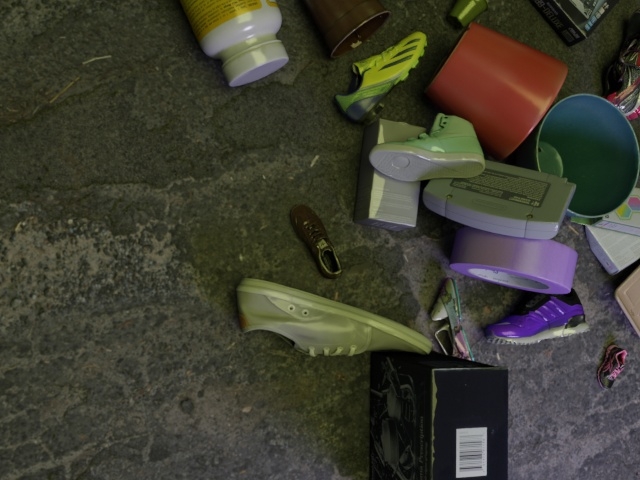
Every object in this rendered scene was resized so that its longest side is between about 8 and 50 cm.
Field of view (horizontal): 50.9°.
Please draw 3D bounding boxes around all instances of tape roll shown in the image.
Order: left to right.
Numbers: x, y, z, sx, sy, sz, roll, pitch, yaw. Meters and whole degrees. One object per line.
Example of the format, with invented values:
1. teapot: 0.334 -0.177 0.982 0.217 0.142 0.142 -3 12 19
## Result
1. tape roll: 0.441 0.047 1.548 0.274 0.275 0.090 17 83 -16

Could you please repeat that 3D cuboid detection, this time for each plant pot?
1. plant pot: 0.044 -0.530 1.520 0.167 0.167 0.165 -36 91 -16
2. plant pot: 0.358 -0.569 1.664 0.083 0.083 0.079 40 89 -12
3. plant pot: 0.395 -0.363 1.576 0.243 0.275 0.275 33 78 -3
4. plant pot: 0.595 -0.193 1.652 0.290 0.195 0.290 1 87 -18

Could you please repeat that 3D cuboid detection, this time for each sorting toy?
1. sorting toy: 0.872 0.131 1.782 0.208 0.038 0.193 -46 118 -8

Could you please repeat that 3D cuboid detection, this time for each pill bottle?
1. pill bottle: -0.197 -0.508 1.420 0.187 0.188 0.334 -25 94 -17

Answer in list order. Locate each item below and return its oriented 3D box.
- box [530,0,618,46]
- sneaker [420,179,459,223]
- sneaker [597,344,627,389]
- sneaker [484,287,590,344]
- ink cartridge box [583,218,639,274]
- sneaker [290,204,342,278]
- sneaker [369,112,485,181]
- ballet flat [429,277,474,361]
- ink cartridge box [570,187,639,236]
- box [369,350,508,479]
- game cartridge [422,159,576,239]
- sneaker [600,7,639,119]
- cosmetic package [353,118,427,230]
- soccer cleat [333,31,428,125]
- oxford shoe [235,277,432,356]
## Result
1. box: 0.687 -0.706 1.771 0.242 0.076 0.307 45 76 -10
2. sneaker: 0.300 -0.137 1.633 0.209 0.069 0.082 53 38 1
3. sneaker: 0.765 0.332 1.752 0.047 0.057 0.119 21 82 -17
4. sneaker: 0.525 0.175 1.668 0.293 0.102 0.146 -6 85 -23
5. ink cartridge box: 0.782 -0.051 1.792 0.189 0.066 0.232 -28 75 -17
6. sneaker: 0.000 0.000 1.517 0.066 0.071 0.188 -32 97 -16
7. sneaker: 0.231 -0.216 1.506 0.255 0.094 0.151 3 54 -6
8. ballet flat: 0.307 0.203 1.611 0.079 0.077 0.222 -13 92 2
9. ink cartridge box: 0.759 -0.086 1.738 0.209 0.062 0.109 11 71 -5
10. box: 0.243 0.424 1.447 0.178 0.312 0.344 2 86 -17
11. game cartridge: 0.388 -0.097 1.478 0.297 0.062 0.198 17 49 24
12. sneaker: 0.828 -0.477 1.782 0.112 0.121 0.299 15 83 -14
13. cosmetic package: 0.161 -0.151 1.563 0.127 0.107 0.238 11 81 -18
14. soccer cleat: 0.144 -0.401 1.575 0.121 0.093 0.289 40 76 -5
15. oxford shoe: 0.024 0.196 1.468 0.449 0.169 0.130 16 79 -9
